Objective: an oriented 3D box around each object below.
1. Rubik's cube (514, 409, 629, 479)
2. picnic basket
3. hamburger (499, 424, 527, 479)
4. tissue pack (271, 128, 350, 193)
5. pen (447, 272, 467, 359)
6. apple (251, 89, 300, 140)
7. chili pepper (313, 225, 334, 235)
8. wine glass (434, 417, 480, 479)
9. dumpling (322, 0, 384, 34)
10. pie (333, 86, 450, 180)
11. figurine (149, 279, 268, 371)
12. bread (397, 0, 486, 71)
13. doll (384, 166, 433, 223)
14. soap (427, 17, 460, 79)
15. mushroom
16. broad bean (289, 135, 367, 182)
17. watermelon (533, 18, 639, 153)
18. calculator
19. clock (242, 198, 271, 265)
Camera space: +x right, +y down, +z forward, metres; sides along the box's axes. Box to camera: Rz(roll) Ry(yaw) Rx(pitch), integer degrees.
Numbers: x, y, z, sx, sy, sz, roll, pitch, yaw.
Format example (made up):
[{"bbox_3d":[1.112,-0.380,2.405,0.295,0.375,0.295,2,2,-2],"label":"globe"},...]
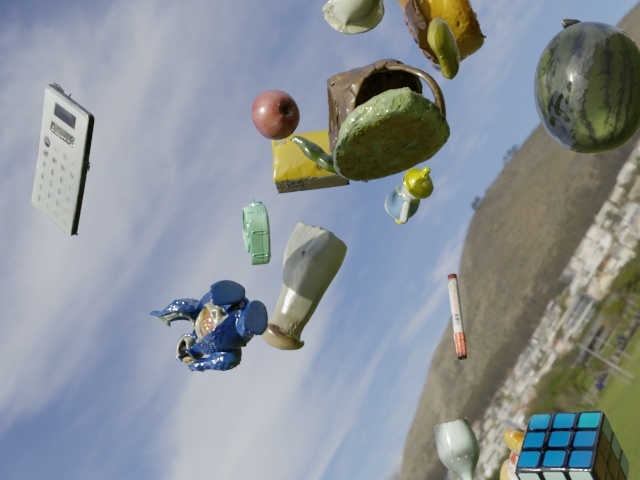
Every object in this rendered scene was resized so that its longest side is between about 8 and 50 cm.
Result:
[{"bbox_3d":[0.503,0.452,1.524,0.163,0.162,0.160,59,-140,-20],"label":"Rubik's cube"},{"bbox_3d":[0.214,-0.354,2.124,0.337,0.337,0.292,-28,-58,-51],"label":"picnic basket"},{"bbox_3d":[0.547,0.521,1.776,0.261,0.303,0.186,-135,58,-74],"label":"hamburger"},{"bbox_3d":[-0.035,-0.282,2.676,0.134,0.271,0.192,70,-166,-68],"label":"tissue pack"},{"bbox_3d":[0.331,0.181,1.853,0.028,0.028,0.239,92,179,-51],"label":"pen"},{"bbox_3d":[-0.132,-0.376,2.281,0.153,0.120,0.153,9,-102,-45],"label":"apple"},{"bbox_3d":[0.006,-0.003,2.536,0.073,0.182,0.050,-43,-48,-16],"label":"chili pepper"},{"bbox_3d":[0.414,0.645,2.223,0.127,0.241,0.126,-12,-19,-4],"label":"wine glass"},{"bbox_3d":[0.105,-0.605,1.963,0.169,0.134,0.100,-45,14,-11],"label":"dumpling"},{"bbox_3d":[0.166,-0.248,1.882,0.323,0.070,0.323,-15,-28,-8],"label":"pie"},{"bbox_3d":[-0.197,0.163,1.445,0.262,0.164,0.121,-23,7,42],"label":"figurine"},{"bbox_3d":[0.343,-0.610,2.121,0.194,0.179,0.340,-27,-57,9],"label":"bread"},{"bbox_3d":[0.251,-0.130,2.162,0.135,0.099,0.241,-47,-3,-28],"label":"doll"},{"bbox_3d":[0.270,-0.415,1.655,0.140,0.045,0.089,53,-145,-44],"label":"soap"},{"bbox_3d":[-0.049,0.112,1.874,0.122,0.159,0.328,33,-108,-34],"label":"mushroom"},{"bbox_3d":[0.022,-0.256,2.474,0.060,0.298,0.043,-52,-12,-25],"label":"broad bean"},{"bbox_3d":[0.686,-0.399,1.950,0.279,0.279,0.359,36,-129,-68],"label":"watermelon"},{"bbox_3d":[-0.491,-0.152,1.451,0.021,0.161,0.261,-13,-51,-46],"label":"calculator"},{"bbox_3d":[-0.175,-0.028,2.062,0.060,0.188,0.148,-6,-66,-11],"label":"clock"}]
